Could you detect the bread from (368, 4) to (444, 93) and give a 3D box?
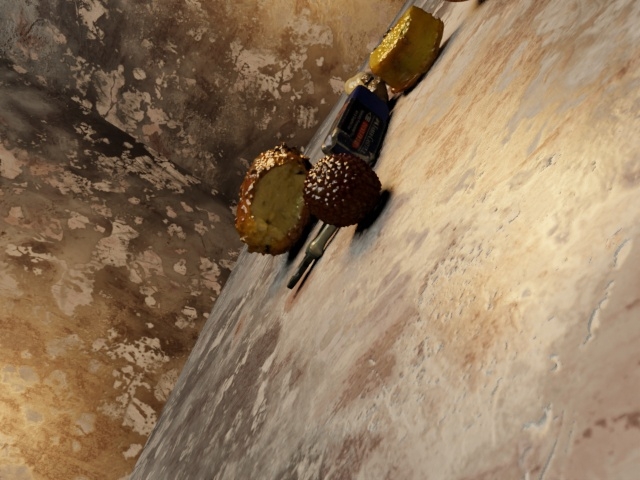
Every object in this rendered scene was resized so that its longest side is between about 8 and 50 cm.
[{"bbox_3d":[0.256,-0.559,1.555,0.260,0.160,0.147,-34,32,51],"label":"bread"}]

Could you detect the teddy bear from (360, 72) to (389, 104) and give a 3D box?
[{"bbox_3d":[0.182,-0.493,1.797,0.129,0.182,0.251,-23,2,-14],"label":"teddy bear"}]

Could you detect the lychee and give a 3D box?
[{"bbox_3d":[0.057,-0.120,1.192,0.188,0.188,0.188,-55,11,17],"label":"lychee"}]

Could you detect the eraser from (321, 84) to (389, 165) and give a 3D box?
[{"bbox_3d":[0.118,-0.341,1.571,0.101,0.155,0.332,-44,16,44],"label":"eraser"}]

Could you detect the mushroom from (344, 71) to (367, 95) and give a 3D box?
[{"bbox_3d":[0.190,-0.732,2.435,0.154,0.123,0.154,-20,3,1],"label":"mushroom"}]

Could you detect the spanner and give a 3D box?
[{"bbox_3d":[0.000,0.000,1.444,0.325,0.040,0.095,-57,10,0],"label":"spanner"}]

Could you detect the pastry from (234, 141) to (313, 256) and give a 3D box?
[{"bbox_3d":[-0.157,-0.140,1.870,0.337,0.292,0.406,-165,90,-78],"label":"pastry"}]

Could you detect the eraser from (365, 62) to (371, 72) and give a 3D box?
[{"bbox_3d":[0.242,-0.612,1.825,0.086,0.130,0.287,-57,12,14],"label":"eraser"}]
